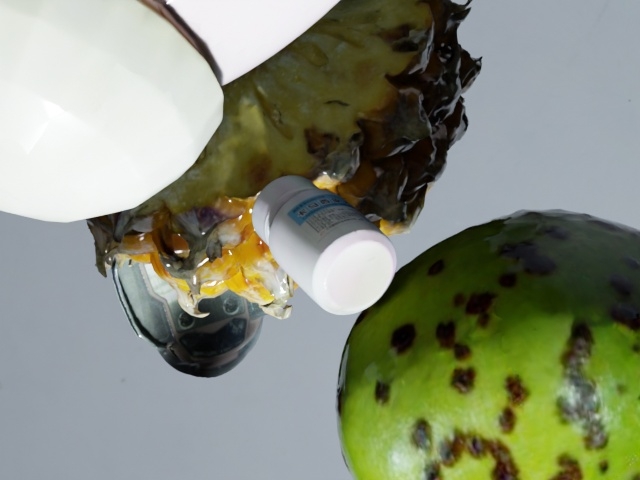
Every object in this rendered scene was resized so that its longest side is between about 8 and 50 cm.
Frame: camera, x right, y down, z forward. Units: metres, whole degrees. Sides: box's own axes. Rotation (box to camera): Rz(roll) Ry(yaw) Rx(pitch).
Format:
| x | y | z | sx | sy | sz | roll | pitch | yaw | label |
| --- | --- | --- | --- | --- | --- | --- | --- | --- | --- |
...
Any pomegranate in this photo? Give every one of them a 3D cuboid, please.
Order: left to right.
| x | y | z | sx | sy | sz | roll | pitch | yaw | label |
| --- | --- | --- | --- | --- | --- | --- | --- | --- | --- |
| 0.144 | 0.120 | 0.657 | 0.231 | 0.231 | 0.286 | -44 | 63 | 15 | pomegranate |

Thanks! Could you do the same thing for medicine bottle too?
| x | y | z | sx | sy | sz | roll | pitch | yaw | label |
| --- | --- | --- | --- | --- | --- | --- | --- | --- | --- |
| 0.000 | 0.000 | 0.661 | 0.089 | 0.052 | 0.052 | 42 | 110 | 51 | medicine bottle |

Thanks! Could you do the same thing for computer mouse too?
| x | y | z | sx | sy | sz | roll | pitch | yaw | label |
| --- | --- | --- | --- | --- | --- | --- | --- | --- | --- |
| -0.177 | -0.020 | 1.457 | 0.199 | 0.115 | 0.389 | -16 | 99 | -21 | computer mouse |

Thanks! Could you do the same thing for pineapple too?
| x | y | z | sx | sy | sz | roll | pitch | yaw | label |
| --- | --- | --- | --- | --- | --- | --- | --- | --- | --- |
| -0.022 | -0.008 | 0.869 | 0.344 | 0.286 | 0.209 | -7 | 58 | 24 | pineapple |

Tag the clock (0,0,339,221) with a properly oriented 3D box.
| x | y | z | sx | sy | sz | roll | pitch | yaw | label |
| --- | --- | --- | --- | --- | --- | --- | --- | --- | --- |
| -0.073 | -0.198 | 0.538 | 0.184 | 0.342 | 0.326 | 33 | 111 | -30 | clock |
